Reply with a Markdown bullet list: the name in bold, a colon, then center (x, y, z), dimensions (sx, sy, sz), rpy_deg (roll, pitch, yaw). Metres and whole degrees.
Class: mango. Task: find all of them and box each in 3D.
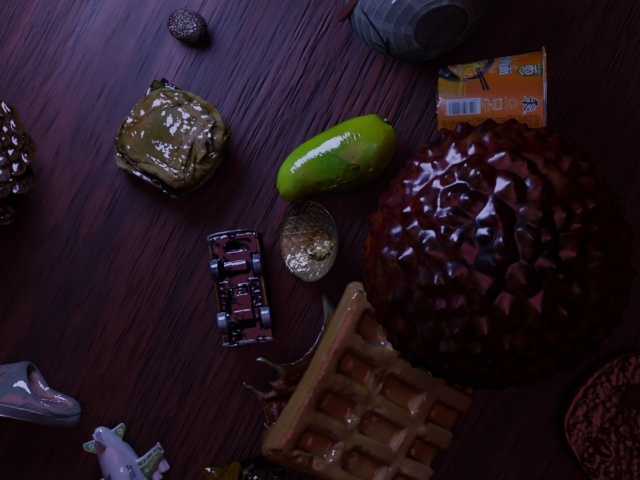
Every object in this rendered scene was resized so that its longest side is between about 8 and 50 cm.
- **mango**: center (0.031, -0.137, 1.736), dimensions (0.233, 0.111, 0.125), rpy_deg (-31, 84, 2)

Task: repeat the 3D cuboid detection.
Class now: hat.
- **hat**: center (0.000, 0.000, 1.761), dimensions (0.146, 0.067, 0.145), rpy_deg (3, 95, 43)

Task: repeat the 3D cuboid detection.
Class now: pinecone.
- **pinecone**: center (-0.649, -0.122, 1.692), dimensions (0.296, 0.242, 0.298), rpy_deg (-40, 89, 10)

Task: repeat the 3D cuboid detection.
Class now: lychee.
- **lychee**: center (0.272, 0.046, 1.540), dimensions (0.425, 0.424, 0.499), rpy_deg (-2, 128, 2)
- **lychee**: center (-0.241, -0.386, 1.769), dimensions (0.067, 0.083, 0.068), rpy_deg (-30, 119, -36)

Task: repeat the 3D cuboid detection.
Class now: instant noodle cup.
- **instant noodle cup**: center (0.297, -0.214, 1.683), dimensions (0.182, 0.230, 0.230), rpy_deg (-1, 89, 11)

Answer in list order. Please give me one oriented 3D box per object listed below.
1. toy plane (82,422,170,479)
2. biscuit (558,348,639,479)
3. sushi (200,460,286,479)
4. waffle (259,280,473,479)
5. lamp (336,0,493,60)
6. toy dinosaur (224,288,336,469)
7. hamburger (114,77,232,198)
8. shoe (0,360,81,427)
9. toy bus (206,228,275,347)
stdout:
- **toy plane**: center (-0.357, 0.412, 1.752), dimensions (0.174, 0.080, 0.173), rpy_deg (0, 91, 0)
- **biscuit**: center (0.589, 0.377, 1.728), dimensions (0.367, 0.063, 0.314), rpy_deg (42, 87, 2)
- **sushi**: center (-0.122, 0.489, 1.697), dimensions (0.204, 0.213, 0.200), rpy_deg (20, 72, -8)
- **waffle**: center (0.098, 0.283, 1.696), dimensions (0.304, 0.077, 0.348), rpy_deg (30, 85, -14)
- **lamp**: center (0.165, -0.429, 1.685), dimensions (0.265, 0.233, 0.233), rpy_deg (-38, 88, 14)
- **toy dinosaur**: center (-0.048, 0.256, 1.748), dimensions (0.207, 0.113, 0.327), rpy_deg (0, 100, -24)
- **hamburger**: center (-0.261, -0.176, 1.751), dimensions (0.206, 0.130, 0.183), rpy_deg (31, 88, 21)
- **shoe**: center (-0.545, 0.265, 1.752), dimensions (0.251, 0.103, 0.100), rpy_deg (15, 90, -3)
- **toy bus**: center (-0.137, 0.079, 1.734), dimensions (0.098, 0.114, 0.200), rpy_deg (-8, 94, 2)
